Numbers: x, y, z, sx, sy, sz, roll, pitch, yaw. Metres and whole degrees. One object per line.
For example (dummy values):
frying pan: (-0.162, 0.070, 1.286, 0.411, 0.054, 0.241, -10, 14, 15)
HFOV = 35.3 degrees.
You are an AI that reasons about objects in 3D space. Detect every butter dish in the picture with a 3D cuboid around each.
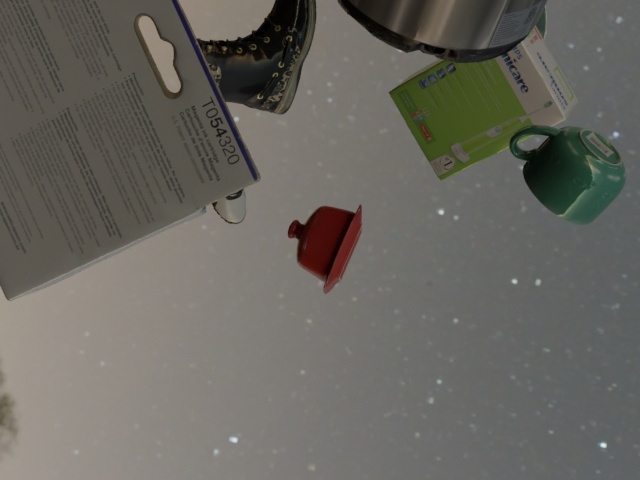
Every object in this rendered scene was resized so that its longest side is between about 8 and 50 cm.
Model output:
butter dish: (0.000, 0.000, 1.740, 0.160, 0.118, 0.159, 67, 47, -83)

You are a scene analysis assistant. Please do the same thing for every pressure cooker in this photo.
pressure cooker: (0.224, -0.526, 1.491, 0.420, 0.376, 0.369, 109, 0, -49)

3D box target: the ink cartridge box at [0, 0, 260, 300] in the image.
ink cartridge box: (-0.261, -0.144, 1.078, 0.330, 0.324, 0.071, -24, -178, 15)

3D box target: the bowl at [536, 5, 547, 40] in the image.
bowl: (0.390, -0.541, 2.437, 0.163, 0.312, 0.311, 3, -104, 51)

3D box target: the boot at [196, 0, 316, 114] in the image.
boot: (-0.111, -0.314, 1.590, 0.085, 0.179, 0.236, 46, -51, 49)

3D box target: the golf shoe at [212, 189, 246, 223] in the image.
golf shoe: (-0.185, -0.118, 2.037, 0.094, 0.077, 0.198, 30, -44, 59)

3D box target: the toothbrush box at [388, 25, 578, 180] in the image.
toothbrush box: (0.309, -0.274, 1.924, 0.283, 0.206, 0.122, -27, -170, 35)

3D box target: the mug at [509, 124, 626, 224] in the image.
mug: (0.360, -0.105, 1.438, 0.097, 0.158, 0.129, -52, -147, 36)
